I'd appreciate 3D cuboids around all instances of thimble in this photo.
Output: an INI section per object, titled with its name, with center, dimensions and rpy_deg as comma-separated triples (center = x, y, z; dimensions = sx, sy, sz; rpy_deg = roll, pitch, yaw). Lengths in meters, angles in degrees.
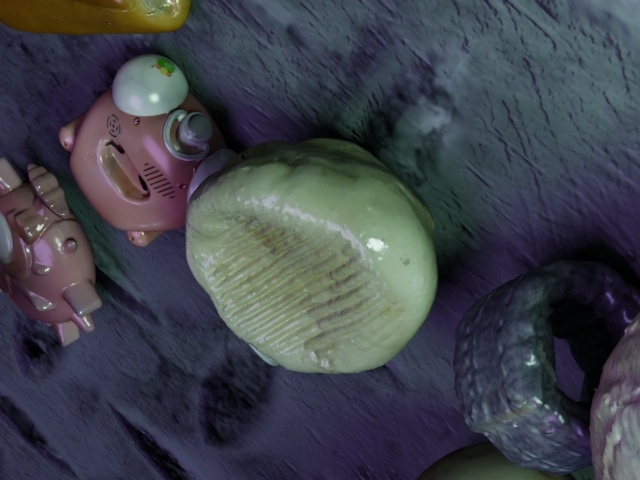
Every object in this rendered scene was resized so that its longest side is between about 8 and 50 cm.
[thimble]
center = 0.178, 0.092, 1.077
dimensions = 0.150, 0.150, 0.098
rpy_deg = 51, 148, -2

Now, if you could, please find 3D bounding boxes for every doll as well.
[doll]
center = -0.307, 0.009, 1.583
dimensions = 0.211, 0.093, 0.262
rpy_deg = 50, 149, 11

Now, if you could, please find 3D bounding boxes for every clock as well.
[clock]
center = -0.152, -0.077, 1.334
dimensions = 0.162, 0.093, 0.166
rpy_deg = -24, 103, 51

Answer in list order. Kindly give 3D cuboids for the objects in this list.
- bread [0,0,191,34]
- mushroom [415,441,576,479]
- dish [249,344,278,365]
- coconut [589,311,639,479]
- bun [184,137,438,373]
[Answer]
[bread]
center = -0.214, -0.223, 1.280
dimensions = 0.239, 0.074, 0.092
rpy_deg = 9, 124, 43
[mushroom]
center = 0.184, 0.321, 1.203
dimensions = 0.290, 0.297, 0.297
rpy_deg = 6, 131, 15
[dish]
center = -0.041, 0.036, 1.333
dimensions = 0.141, 0.078, 0.141
rpy_deg = 59, -171, -16
[coconut]
center = 0.308, 0.142, 0.884
dimensions = 0.297, 0.254, 0.297
rpy_deg = 31, 142, 28
[bun]
center = 0.000, 0.000, 1.197
dimensions = 0.231, 0.133, 0.231
rpy_deg = 20, 139, 18
